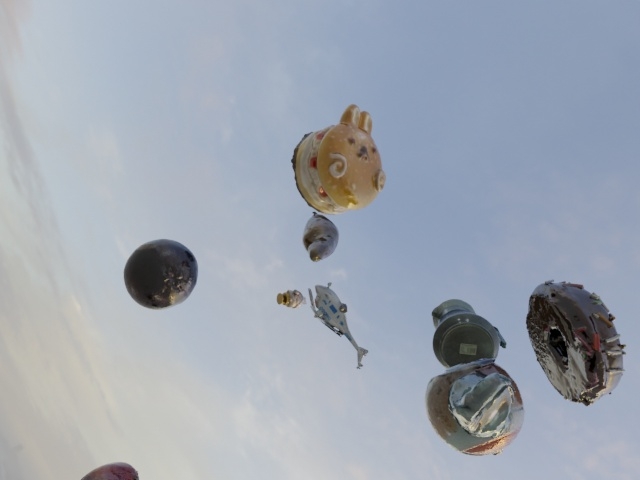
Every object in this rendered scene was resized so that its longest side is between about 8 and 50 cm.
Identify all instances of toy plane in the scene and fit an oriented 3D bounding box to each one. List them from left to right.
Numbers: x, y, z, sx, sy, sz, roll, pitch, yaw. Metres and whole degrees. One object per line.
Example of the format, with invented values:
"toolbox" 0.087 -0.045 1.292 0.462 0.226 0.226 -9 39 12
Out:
"toy plane" 0.063 0.251 1.450 0.273 0.107 0.182 49 -9 23

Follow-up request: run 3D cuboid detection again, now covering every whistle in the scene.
"whistle" 0.283 0.300 0.853 0.189 0.189 0.348 49 -4 21

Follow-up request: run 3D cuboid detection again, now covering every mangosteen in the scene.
"mangosteen" -0.332 0.067 0.994 0.152 0.153 0.152 25 -54 41

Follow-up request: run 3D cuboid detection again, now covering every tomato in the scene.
"tomato" -0.490 0.575 1.054 0.099 0.173 0.189 59 -3 -35

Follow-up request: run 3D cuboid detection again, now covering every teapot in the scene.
"teapot" 0.408 0.261 1.340 0.203 0.225 0.170 11 -78 5

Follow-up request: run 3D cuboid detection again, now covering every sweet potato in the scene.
"sweet potato" 0.001 0.002 0.931 0.269 0.075 0.074 -93 174 -73

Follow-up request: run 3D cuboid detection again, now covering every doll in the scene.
"doll" -0.102 0.223 1.878 0.084 0.127 0.073 -62 -141 32

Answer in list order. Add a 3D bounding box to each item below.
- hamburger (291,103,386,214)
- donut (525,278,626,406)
"hamburger" 0.074 -0.234 1.417 0.186 0.261 0.302 -13 -123 48
"donut" 0.538 0.212 1.021 0.270 0.103 0.269 166 -90 -88
